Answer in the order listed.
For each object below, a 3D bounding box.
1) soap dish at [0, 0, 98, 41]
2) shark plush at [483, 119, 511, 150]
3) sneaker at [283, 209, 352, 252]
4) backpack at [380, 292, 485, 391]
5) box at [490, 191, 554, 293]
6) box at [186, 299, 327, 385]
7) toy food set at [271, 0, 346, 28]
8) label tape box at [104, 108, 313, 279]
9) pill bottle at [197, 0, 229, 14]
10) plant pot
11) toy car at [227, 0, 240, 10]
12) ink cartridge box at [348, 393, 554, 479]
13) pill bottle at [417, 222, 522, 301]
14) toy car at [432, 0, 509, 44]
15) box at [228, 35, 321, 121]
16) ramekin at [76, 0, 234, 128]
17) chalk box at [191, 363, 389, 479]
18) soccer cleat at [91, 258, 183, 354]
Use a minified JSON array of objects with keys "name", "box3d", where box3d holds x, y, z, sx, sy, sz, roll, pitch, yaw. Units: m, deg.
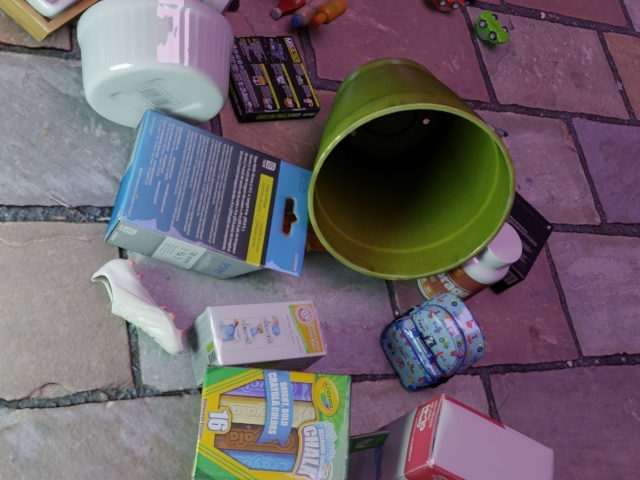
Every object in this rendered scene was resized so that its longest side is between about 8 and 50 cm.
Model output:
[{"name":"soap dish","box3d":[-0.537,-0.520,1.519,0.291,0.118,0.229,42,53,-4]},{"name":"shark plush","box3d":[0.386,-0.266,1.975,0.161,0.073,0.067,35,30,16]},{"name":"sneaker","box3d":[0.000,0.000,1.601,0.175,0.064,0.067,21,79,-14]},{"name":"backpack","box3d":[0.216,0.188,1.543,0.117,0.173,0.158,-19,77,-36]},{"name":"box","box3d":[0.357,-0.042,1.790,0.261,0.103,0.184,43,55,-3]},{"name":"box","box3d":[-0.108,0.173,1.402,0.203,0.114,0.103,-1,65,-31]},{"name":"toy food set","box3d":[-0.065,-0.552,1.808,0.232,0.111,0.104,47,52,-3]},{"name":"label tape box","box3d":[-0.192,-0.063,1.484,0.334,0.106,0.240,20,57,-20]},{"name":"pill bottle","box3d":[-0.266,-0.543,1.689,0.187,0.112,0.112,34,53,-10]},{"name":"plant pot","box3d":[0.152,-0.177,1.582,0.366,0.366,0.353,22,32,-18]},{"name":"toy car","box3d":[-0.162,-0.539,1.788,0.122,0.060,0.040,-21,33,-26]},{"name":"ink cartridge box","box3d":[0.193,0.390,1.339,0.226,0.306,0.131,28,54,-15]},{"name":"pill bottle","box3d":[0.296,0.045,1.636,0.121,0.216,0.121,13,59,-23]},{"name":"toy car","box3d":[0.401,-0.592,2.134,0.239,0.053,0.225,-33,85,-37]},{"name":"box","box3d":[-0.112,-0.340,1.715,0.184,0.045,0.190,-9,70,-35]},{"name":"ramekin","box3d":[-0.289,-0.304,1.457,0.277,0.277,0.135,5,70,-27]},{"name":"chalk box","box3d":[-0.042,0.313,1.270,0.289,0.180,0.179,6,61,-1]},{"name":"soccer cleat","box3d":[-0.300,0.117,1.358,0.076,0.068,0.196,-31,76,-32]}]
